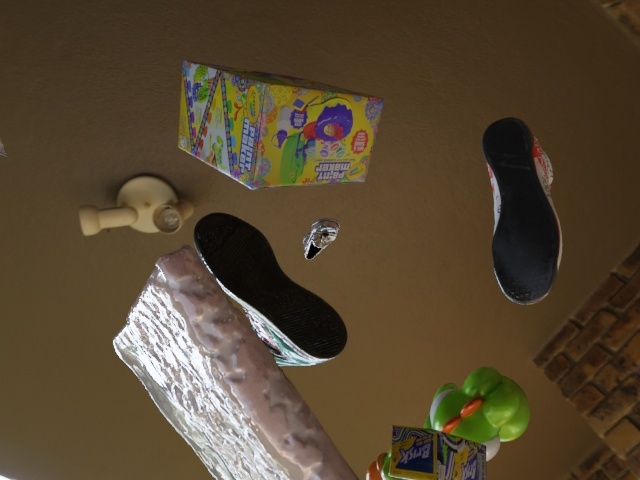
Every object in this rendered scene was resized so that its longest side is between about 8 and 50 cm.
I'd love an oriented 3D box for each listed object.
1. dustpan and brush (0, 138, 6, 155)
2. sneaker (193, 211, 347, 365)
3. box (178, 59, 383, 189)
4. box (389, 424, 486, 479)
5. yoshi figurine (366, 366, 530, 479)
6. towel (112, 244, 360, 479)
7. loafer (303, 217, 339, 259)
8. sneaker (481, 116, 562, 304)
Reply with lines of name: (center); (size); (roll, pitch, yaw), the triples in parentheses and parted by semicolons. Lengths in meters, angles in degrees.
dustpan and brush: (-0.682, -0.260, 0.782); (0.061, 0.147, 0.211); (-17, -85, -9)
sneaker: (-0.099, 0.098, 0.702); (0.295, 0.124, 0.178); (45, -34, 8)
box: (-0.084, -0.233, 0.850); (0.290, 0.279, 0.176); (-11, -58, -43)
box: (0.148, 0.267, 0.517); (0.059, 0.054, 0.169); (-12, -34, 35)
yoshi figurine: (0.244, 0.365, 0.754); (0.204, 0.203, 0.362); (32, -64, 8)
towel: (-0.106, 0.196, 0.472); (0.331, 0.053, 0.317); (54, -39, -1)
loafer: (0.000, 0.000, 0.699); (0.045, 0.125, 0.039); (10, -110, -14)
sneaker: (0.314, -0.040, 0.640); (0.090, 0.145, 0.269); (-13, -104, 36)
